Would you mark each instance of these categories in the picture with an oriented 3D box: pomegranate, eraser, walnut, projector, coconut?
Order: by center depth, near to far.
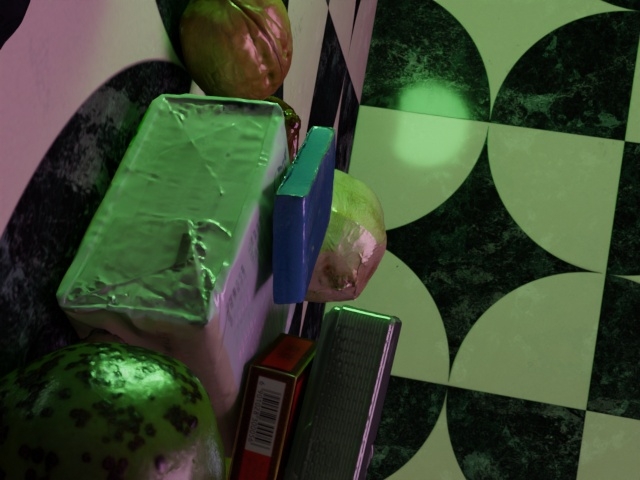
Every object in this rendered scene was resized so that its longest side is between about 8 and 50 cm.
[{"bbox_3d":[-0.215,0.204,0.831,0.270,0.254,0.254,-97,-174,-47],"label":"pomegranate"},{"bbox_3d":[-0.017,-0.045,1.125,0.312,0.042,0.144,-71,165,-67],"label":"eraser"},{"bbox_3d":[0.033,0.218,1.146,0.192,0.099,0.257,32,71,-78],"label":"projector"},{"bbox_3d":[-0.118,-0.282,1.215,0.197,0.165,0.165,81,19,-55],"label":"walnut"},{"bbox_3d":[0.000,0.000,1.887,0.254,0.297,0.297,-75,170,-49],"label":"coconut"}]

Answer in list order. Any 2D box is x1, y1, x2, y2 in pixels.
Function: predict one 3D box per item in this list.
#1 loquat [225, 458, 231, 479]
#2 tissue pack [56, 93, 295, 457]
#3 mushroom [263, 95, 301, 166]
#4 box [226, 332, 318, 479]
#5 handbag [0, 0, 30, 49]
[{"bbox_3d":[-0.118,0.508,1.653,0.275,0.275,0.275,9,90,-82],"label":"loquat"},{"bbox_3d":[-0.159,0.060,1.133,0.405,0.205,0.332,86,16,-55],"label":"tissue pack"},{"bbox_3d":[-0.123,-0.151,1.461,0.231,0.138,0.194,-33,146,-64],"label":"mushroom"},{"bbox_3d":[-0.064,0.259,1.131,0.153,0.074,0.240,-50,153,-76],"label":"box"},{"bbox_3d":[-0.247,-0.283,0.595,0.211,0.088,0.254,23,80,-84],"label":"handbag"}]
